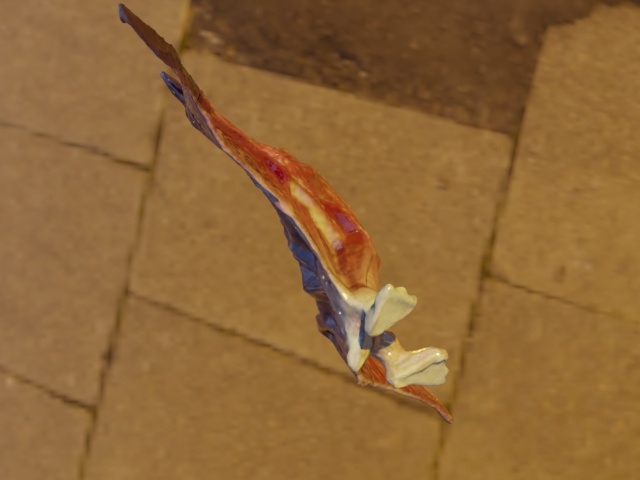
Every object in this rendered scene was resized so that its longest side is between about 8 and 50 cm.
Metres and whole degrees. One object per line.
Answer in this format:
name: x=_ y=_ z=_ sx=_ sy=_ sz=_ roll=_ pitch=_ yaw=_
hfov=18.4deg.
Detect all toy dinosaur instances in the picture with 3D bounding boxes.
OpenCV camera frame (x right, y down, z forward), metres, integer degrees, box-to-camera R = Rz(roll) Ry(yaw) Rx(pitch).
toy dinosaur: x=-0.001 y=0.001 z=0.625 sx=0.032 sy=0.220 sz=0.108 roll=-34 pitch=43 yaw=1
